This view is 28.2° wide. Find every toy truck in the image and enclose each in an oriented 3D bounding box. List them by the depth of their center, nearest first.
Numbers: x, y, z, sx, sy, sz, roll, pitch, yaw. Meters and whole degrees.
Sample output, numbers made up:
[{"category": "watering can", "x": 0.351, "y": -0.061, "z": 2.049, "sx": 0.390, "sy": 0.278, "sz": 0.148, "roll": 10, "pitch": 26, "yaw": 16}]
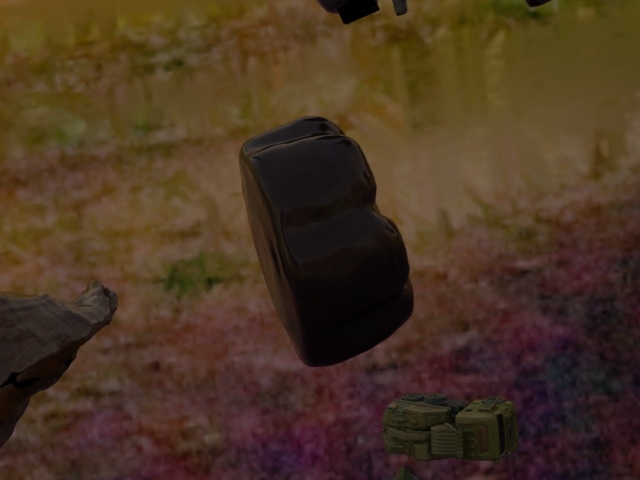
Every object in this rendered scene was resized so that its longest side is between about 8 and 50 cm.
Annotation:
[{"category": "toy truck", "x": 0.171, "y": 0.266, "z": 1.784, "sx": 0.191, "sy": 0.085, "sz": 0.116, "roll": 0, "pitch": 6, "yaw": 29}]

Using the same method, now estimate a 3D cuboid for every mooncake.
[{"category": "mooncake", "x": 0.000, "y": 0.000, "z": 1.270, "sx": 0.133, "sy": 0.245, "sz": 0.245, "roll": -22, "pitch": 18, "yaw": -5}]

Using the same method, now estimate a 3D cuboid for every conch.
[{"category": "conch", "x": -0.401, "y": 0.145, "z": 1.509, "sx": 0.324, "sy": 0.186, "sz": 0.263, "roll": -49, "pitch": 16, "yaw": 1}]

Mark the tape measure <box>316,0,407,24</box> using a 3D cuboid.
[{"category": "tape measure", "x": 0.023, "y": -0.347, "z": 1.466, "sx": 0.105, "sy": 0.196, "sz": 0.178, "roll": -20, "pitch": 26, "yaw": 11}]

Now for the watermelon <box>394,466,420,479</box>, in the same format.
[{"category": "watermelon", "x": 0.132, "y": 0.339, "z": 1.614, "sx": 0.094, "sy": 0.081, "sz": 0.180, "roll": -9, "pitch": -30, "yaw": 30}]

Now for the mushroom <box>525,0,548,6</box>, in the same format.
[{"category": "mushroom", "x": 0.274, "y": -0.482, "z": 1.803, "sx": 0.087, "sy": 0.333, "sz": 0.107, "roll": -8, "pitch": -20, "yaw": -18}]
